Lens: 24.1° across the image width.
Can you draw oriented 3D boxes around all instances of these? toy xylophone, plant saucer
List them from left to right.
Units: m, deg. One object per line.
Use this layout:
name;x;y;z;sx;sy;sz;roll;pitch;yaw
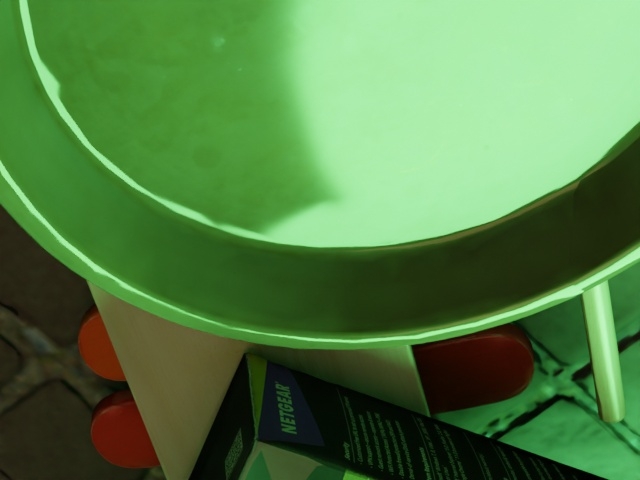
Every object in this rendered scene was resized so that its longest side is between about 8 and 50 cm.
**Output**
toy xylophone;0.000;0.000;0.611;0.236;0.081;0.322;-5;121;4
plant saucer;0.021;-0.072;0.465;0.278;0.041;0.278;-5;134;-5

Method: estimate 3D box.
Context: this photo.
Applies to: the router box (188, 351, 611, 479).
router box;0.025;0.228;0.620;0.243;0.081;0.309;20;107;-12
